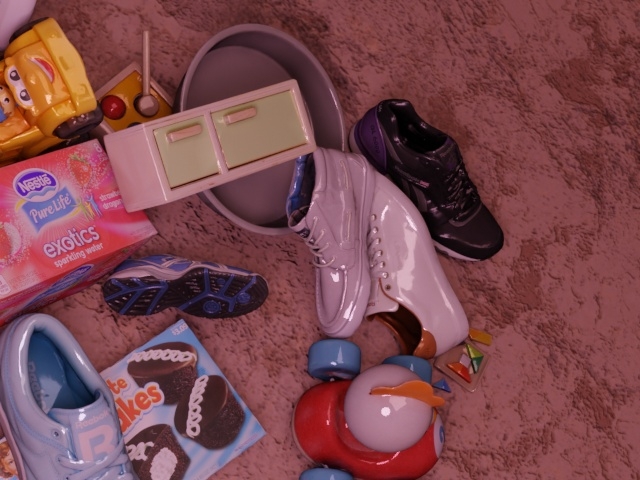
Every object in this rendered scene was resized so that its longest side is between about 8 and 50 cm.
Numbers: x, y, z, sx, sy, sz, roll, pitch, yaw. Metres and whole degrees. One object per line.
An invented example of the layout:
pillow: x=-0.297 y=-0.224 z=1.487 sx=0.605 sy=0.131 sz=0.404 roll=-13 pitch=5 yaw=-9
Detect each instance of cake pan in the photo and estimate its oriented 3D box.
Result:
cake pan: x=-0.088 y=-0.149 z=1.958 sx=0.293 sy=0.054 sz=0.293 roll=8 pitch=78 yaw=-41

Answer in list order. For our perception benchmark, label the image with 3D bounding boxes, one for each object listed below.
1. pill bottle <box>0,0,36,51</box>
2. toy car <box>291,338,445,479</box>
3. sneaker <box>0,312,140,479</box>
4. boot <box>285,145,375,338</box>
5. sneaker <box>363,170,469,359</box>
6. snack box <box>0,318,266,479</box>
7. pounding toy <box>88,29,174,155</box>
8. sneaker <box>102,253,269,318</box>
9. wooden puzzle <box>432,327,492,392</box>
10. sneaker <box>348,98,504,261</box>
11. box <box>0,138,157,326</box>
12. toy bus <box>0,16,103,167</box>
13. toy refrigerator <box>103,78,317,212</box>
pill bottle: x=-0.554 y=-0.395 z=1.780 sx=0.408 sy=0.229 sz=0.229 roll=14 pitch=65 yaw=-21
toy car: x=0.095 y=0.228 z=1.836 sx=0.210 sy=0.238 sz=0.219 roll=14 pitch=65 yaw=-20
sneaker: x=-0.277 y=0.249 z=1.630 sx=0.135 sy=0.150 sz=0.366 roll=-27 pitch=80 yaw=-30
boot: x=0.000 y=0.000 z=1.931 sx=0.123 sy=0.095 sz=0.258 roll=12 pitch=77 yaw=-43
sneaker: x=0.094 y=0.035 z=1.989 sx=0.123 sy=0.106 sz=0.290 roll=-27 pitch=84 yaw=-34
snack box: x=-0.245 y=0.258 z=1.765 sx=0.322 sy=0.060 sz=0.187 roll=-34 pitch=86 yaw=-32
pounding toy: x=-0.250 y=-0.180 z=1.914 sx=0.130 sy=0.100 sz=0.141 roll=46 pitch=58 yaw=-3
sneaker: x=-0.171 y=0.049 z=1.839 sx=0.211 sy=0.080 sz=0.081 roll=4 pitch=33 yaw=1
wooden puzzle: x=0.205 y=0.171 z=2.043 sx=0.078 sy=0.014 sz=0.116 roll=29 pitch=61 yaw=-13
sneaker: x=0.168 y=-0.086 z=2.062 sx=0.283 sy=0.124 sz=0.107 roll=43 pitch=59 yaw=-5
box: x=-0.361 y=-0.001 z=1.706 sx=0.154 sy=0.142 sz=0.300 roll=57 pitch=34 yaw=5
toy bus: x=-0.400 y=-0.163 z=1.774 sx=0.211 sy=0.220 sz=0.149 roll=-24 pitch=87 yaw=-25
toy refrigerator: x=-0.132 y=-0.124 z=1.809 sx=0.269 sy=0.094 sz=0.102 roll=-22 pitch=98 yaw=-43
